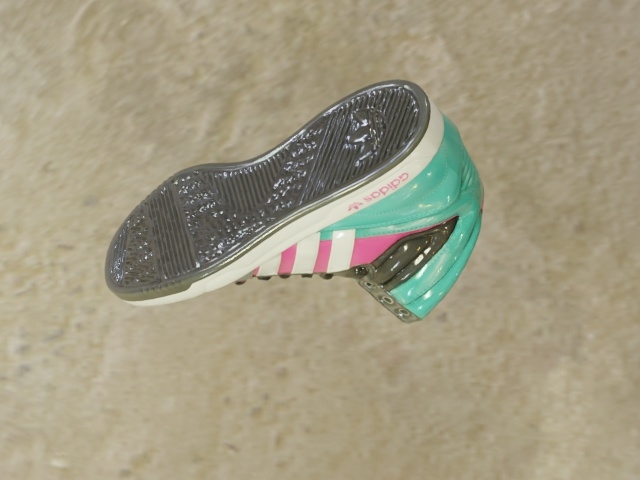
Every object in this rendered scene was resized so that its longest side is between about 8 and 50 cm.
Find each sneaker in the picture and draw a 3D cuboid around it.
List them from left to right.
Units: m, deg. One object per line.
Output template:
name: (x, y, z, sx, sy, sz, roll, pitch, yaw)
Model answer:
sneaker: (0.000, 0.000, 1.334, 0.178, 0.295, 0.124, 39, 38, -42)
